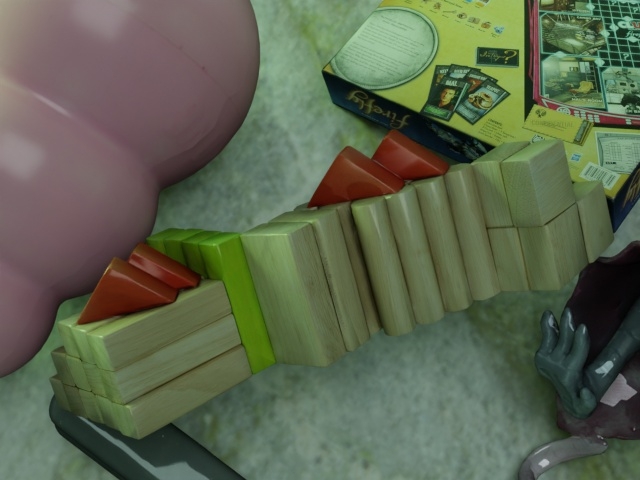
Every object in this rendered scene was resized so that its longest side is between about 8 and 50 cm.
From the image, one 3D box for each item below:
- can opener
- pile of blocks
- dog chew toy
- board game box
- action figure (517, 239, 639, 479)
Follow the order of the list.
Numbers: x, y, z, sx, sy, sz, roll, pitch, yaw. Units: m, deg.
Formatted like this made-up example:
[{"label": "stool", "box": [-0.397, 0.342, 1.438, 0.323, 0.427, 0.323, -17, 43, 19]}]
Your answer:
[{"label": "can opener", "box": [-0.068, 0.199, 0.725, 0.283, 0.076, 0.095, 36, 71, 5]}, {"label": "pile of blocks", "box": [0.000, 0.000, 0.700, 0.362, 0.149, 0.112, -18, 105, -11]}, {"label": "dog chew toy", "box": [-0.180, -0.056, 0.731, 0.206, 0.206, 0.332, 28, 79, 1]}, {"label": "board game box", "box": [0.146, -0.124, 0.821, 0.243, 0.042, 0.165, 29, 69, 29]}, {"label": "action figure", "box": [0.350, 0.076, 0.765, 0.370, 0.248, 0.275, 1, 106, -33]}]
